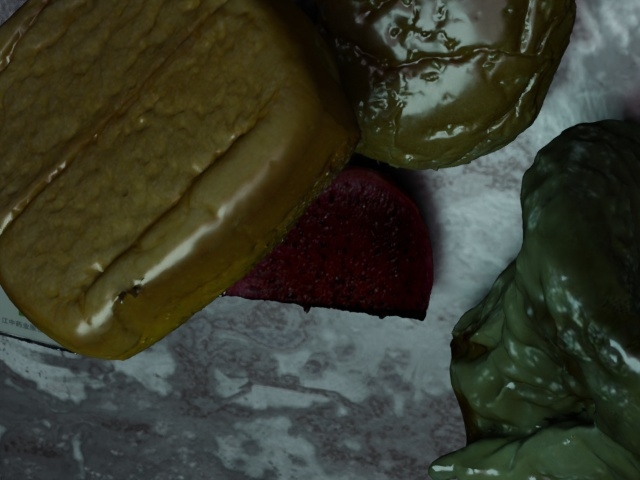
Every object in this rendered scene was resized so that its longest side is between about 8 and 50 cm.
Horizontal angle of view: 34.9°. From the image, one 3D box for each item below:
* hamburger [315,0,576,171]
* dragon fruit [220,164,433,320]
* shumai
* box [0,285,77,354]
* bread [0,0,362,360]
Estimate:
[{"bbox_3d":[0.108,-0.188,0.875,0.211,0.132,0.309,18,116,9],"label":"hamburger"},{"bbox_3d":[0.000,0.000,0.968,0.261,0.163,0.189,13,122,-39],"label":"dragon fruit"},{"bbox_3d":[0.247,0.119,0.900,0.397,0.324,0.323,50,131,-5],"label":"shumai"},{"bbox_3d":[-0.358,-0.018,1.070,0.332,0.145,0.173,13,119,10],"label":"box"},{"bbox_3d":[-0.142,-0.086,0.854,0.337,0.148,0.328,-45,63,8],"label":"bread"}]
